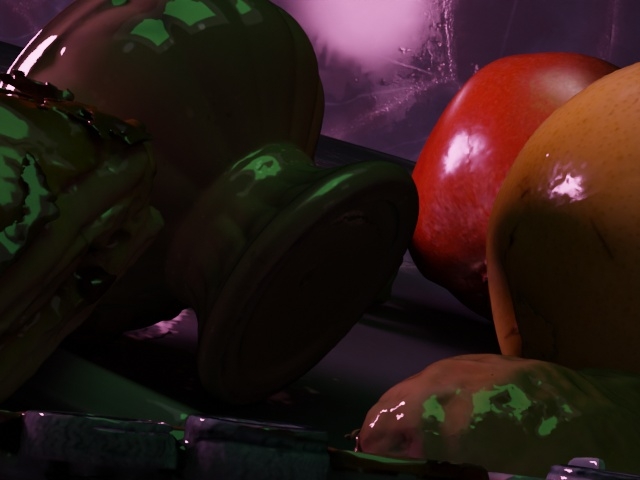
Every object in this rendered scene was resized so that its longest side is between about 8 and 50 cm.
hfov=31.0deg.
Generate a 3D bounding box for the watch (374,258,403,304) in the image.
[{"bbox_3d":[0.000,0.000,1.265,0.152,0.131,0.165,9,7,33],"label":"watch"}]

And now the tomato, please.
[{"bbox_3d":[0.263,-0.048,1.258,0.341,0.273,0.341,14,-23,6],"label":"tomato"}]

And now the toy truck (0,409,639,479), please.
[{"bbox_3d":[0.010,0.145,0.481,0.338,0.133,0.184,9,-7,-14],"label":"toy truck"}]

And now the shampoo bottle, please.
[{"bbox_3d":[-0.130,0.101,0.650,0.227,0.056,0.086,20,-32,27],"label":"shampoo bottle"}]

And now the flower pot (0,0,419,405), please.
[{"bbox_3d":[-0.086,-0.028,0.870,0.244,0.307,0.307,38,20,24],"label":"flower pot"}]

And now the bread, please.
[{"bbox_3d":[-0.279,-0.020,0.605,0.324,0.167,0.277,11,36,18],"label":"bread"}]

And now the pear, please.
[{"bbox_3d":[0.298,0.020,0.935,0.348,0.348,0.348,14,10,-3],"label":"pear"}]

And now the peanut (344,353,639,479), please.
[{"bbox_3d":[0.158,0.143,0.689,0.313,0.149,0.149,12,10,-41],"label":"peanut"}]
